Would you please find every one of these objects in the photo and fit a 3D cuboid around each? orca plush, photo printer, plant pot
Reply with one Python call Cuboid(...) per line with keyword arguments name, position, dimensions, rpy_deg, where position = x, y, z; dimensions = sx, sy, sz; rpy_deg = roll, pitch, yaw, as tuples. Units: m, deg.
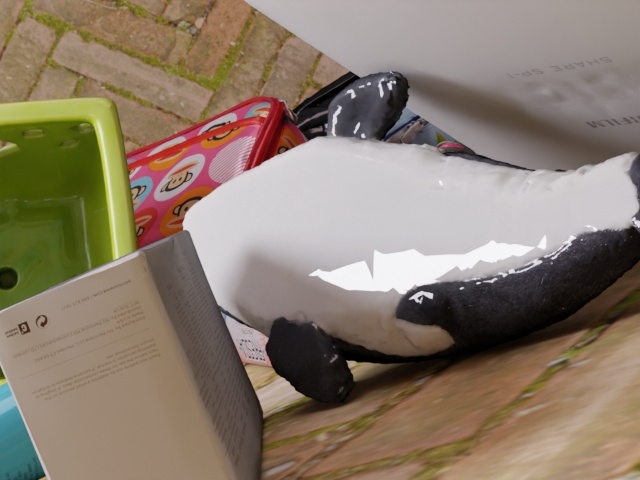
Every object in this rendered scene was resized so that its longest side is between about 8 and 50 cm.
Cuboid(name="orca plush", position=(0.067, -0.003, 0.657), dimensions=(0.287, 0.151, 0.102), rpy_deg=(-23, -30, 36))
Cuboid(name="photo printer", position=(0.141, -0.109, 0.654), dimensions=(0.256, 0.107, 0.307), rpy_deg=(-4, -24, 45))
Cuboid(name="plant pot", position=(-0.260, 0.020, 1.167), dimensions=(0.228, 0.227, 0.207), rpy_deg=(-6, -5, -5))

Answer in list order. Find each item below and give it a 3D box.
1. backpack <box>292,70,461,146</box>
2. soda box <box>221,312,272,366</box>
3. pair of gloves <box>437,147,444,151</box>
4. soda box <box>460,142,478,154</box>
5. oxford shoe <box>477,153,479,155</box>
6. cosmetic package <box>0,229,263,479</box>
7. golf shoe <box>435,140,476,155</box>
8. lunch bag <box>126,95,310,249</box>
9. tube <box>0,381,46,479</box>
Cuboid(name="backpack", position=(0.141, -0.145, 1.707), dimensions=(0.355, 0.273, 0.290), rpy_deg=(-43, 1, -3))
Cuboid(name="soda box", position=(-0.026, 0.040, 0.887), dimensions=(0.058, 0.063, 0.183), rpy_deg=(-22, 3, -15))
Cuboid(name="pair of gloves", position=(0.000, 0.000, 1.121), dimensions=(0.204, 0.042, 0.240), rpy_deg=(-38, -3, -11))
Cuboid(name="soda box", position=(0.234, -0.100, 1.564), dimensions=(0.216, 0.073, 0.069), rpy_deg=(-22, 2, -17))
Cuboid(name="oxford shoe", position=(0.223, -0.103, 1.152), dimensions=(0.449, 0.130, 0.169), rpy_deg=(-25, 6, -39))
Cuboid(name="cosmetic package", position=(-0.067, 0.054, 0.559), dimensions=(0.060, 0.098, 0.239), rpy_deg=(-24, 2, -1))
Cuboid(name="golf shoe", position=(0.033, -0.028, 1.446), dimensions=(0.273, 0.105, 0.120), rpy_deg=(-21, 10, 12))
Cuboid(name="lunch bag", position=(-0.136, -0.026, 1.453), dimensions=(0.293, 0.120, 0.258), rpy_deg=(-19, 35, 34))
Cuboid(name="tube", position=(-0.225, 0.140, 0.689), dimensions=(0.207, 0.052, 0.080), rpy_deg=(-30, -3, -30))
